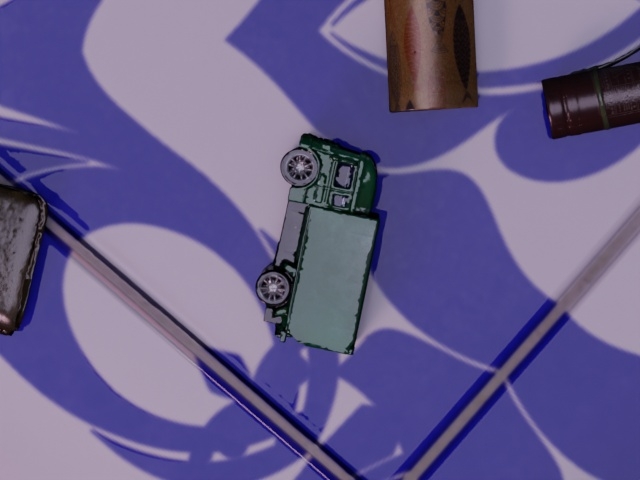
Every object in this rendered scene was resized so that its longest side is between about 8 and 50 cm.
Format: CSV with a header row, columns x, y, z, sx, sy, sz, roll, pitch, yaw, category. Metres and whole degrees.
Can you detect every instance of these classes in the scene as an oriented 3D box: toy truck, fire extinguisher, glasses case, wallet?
x,y,z,sx,sy,sz,roll,pitch,yaw,category
0.000,0.000,1.227,0.079,0.065,0.147,10,95,1,toy truck
0.235,-0.113,1.212,0.157,0.045,0.078,-10,72,6,fire extinguisher
0.076,-0.177,1.220,0.064,0.041,0.170,-2,93,4,glasses case
-0.306,-0.006,1.268,0.198,0.031,0.110,15,95,4,wallet
